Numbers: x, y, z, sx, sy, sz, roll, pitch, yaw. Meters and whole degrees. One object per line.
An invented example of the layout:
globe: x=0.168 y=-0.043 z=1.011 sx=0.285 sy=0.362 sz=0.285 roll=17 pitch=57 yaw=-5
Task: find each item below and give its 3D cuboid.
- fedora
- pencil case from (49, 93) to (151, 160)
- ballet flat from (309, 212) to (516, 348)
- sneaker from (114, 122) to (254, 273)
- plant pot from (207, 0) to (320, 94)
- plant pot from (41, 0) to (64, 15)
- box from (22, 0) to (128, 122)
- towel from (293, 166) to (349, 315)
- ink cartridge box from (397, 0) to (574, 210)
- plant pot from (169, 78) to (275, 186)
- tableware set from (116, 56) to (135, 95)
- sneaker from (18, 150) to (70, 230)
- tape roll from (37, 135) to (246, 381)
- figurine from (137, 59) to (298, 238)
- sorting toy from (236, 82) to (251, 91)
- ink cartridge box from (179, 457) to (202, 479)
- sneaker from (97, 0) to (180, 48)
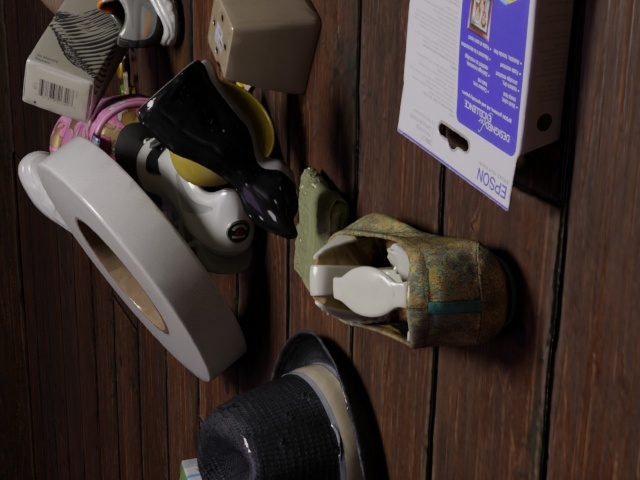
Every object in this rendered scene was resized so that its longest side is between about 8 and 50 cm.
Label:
fedora: x=-0.057 y=0.264 z=1.495 sx=0.334 sy=0.153 sz=0.334 roll=174 pitch=90 yaw=-69
pencil case: x=-0.332 y=-0.152 z=2.063 sx=0.386 sy=0.167 sz=0.160 roll=19 pitch=130 yaw=68
ballet flat: x=0.054 y=0.038 z=1.195 sx=0.348 sy=0.123 sz=0.123 roll=-171 pitch=75 yaw=-68
sneaker: x=-0.176 y=-0.104 z=1.747 sx=0.330 sy=0.122 sz=0.146 roll=44 pitch=131 yaw=40
plant pot: x=-0.071 y=-0.238 z=1.453 sx=0.109 sy=0.096 sz=0.109 roll=107 pitch=149 yaw=-45
plant pot: x=-0.435 y=-0.479 z=2.185 sx=0.237 sy=0.110 sz=0.237 roll=-172 pitch=90 yaw=-89
box: x=-0.359 y=-0.316 z=1.978 sx=0.094 sy=0.113 sz=0.275 roll=111 pitch=177 yaw=-49
towel: x=0.000 y=0.000 z=1.441 sx=0.110 sy=0.027 sz=0.148 roll=-129 pitch=37 yaw=-56
ink cartridge box: x=0.130 y=-0.156 z=1.034 sx=0.206 sy=0.045 sz=0.208 roll=-133 pitch=43 yaw=-57
plant pot: x=-0.137 y=-0.120 z=1.583 sx=0.095 sy=0.134 sz=0.134 roll=-46 pitch=53 yaw=49
tableware set: x=-0.342 y=-0.321 z=2.230 sx=0.104 sy=0.024 sz=0.154 roll=-170 pitch=73 yaw=-71
sneaker: x=-0.404 y=-0.054 z=2.247 sx=0.292 sy=0.108 sz=0.169 roll=48 pitch=158 yaw=-12
tape roll: x=-0.251 y=0.029 z=1.778 sx=0.392 sy=0.072 sz=0.392 roll=46 pitch=164 yaw=18
figurine: x=-0.096 y=-0.095 z=1.419 sx=0.209 sy=0.092 sz=0.215 roll=49 pitch=-175 yaw=-7
sorting toy: x=-0.100 y=-0.222 z=1.648 sx=0.083 sy=0.012 sz=0.062 roll=136 pitch=125 yaw=-64
ink cartridge box: x=-0.112 y=0.388 z=1.733 sx=0.209 sy=0.109 sz=0.062 roll=-117 pitch=28 yaw=-42
sneaker: x=-0.304 y=-0.409 z=1.933 sx=0.271 sy=0.108 sz=0.100 roll=65 pitch=158 yaw=19
